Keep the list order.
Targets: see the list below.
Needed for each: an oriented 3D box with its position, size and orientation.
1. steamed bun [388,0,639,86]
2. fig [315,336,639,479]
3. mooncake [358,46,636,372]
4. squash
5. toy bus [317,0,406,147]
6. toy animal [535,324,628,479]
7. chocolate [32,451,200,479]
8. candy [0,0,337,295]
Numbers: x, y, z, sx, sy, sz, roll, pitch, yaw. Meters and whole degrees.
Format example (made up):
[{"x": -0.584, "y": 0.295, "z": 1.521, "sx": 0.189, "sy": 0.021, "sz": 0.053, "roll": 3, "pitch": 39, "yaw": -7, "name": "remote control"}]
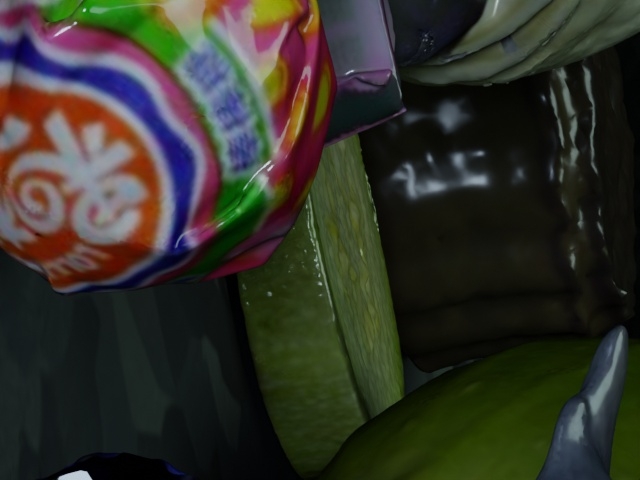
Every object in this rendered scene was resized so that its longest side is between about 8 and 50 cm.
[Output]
[{"x": 0.054, "y": -0.203, "z": 0.886, "sx": 0.275, "sy": 0.320, "sz": 0.206, "roll": -62, "pitch": 179, "yaw": 43, "name": "steamed bun"}, {"x": 0.108, "y": 0.173, "z": 0.837, "sx": 0.316, "sy": 0.316, "sz": 0.316, "roll": -9, "pitch": 90, "yaw": -79, "name": "fig"}, {"x": 0.124, "y": -0.072, "z": 1.355, "sx": 0.324, "sy": 0.187, "sz": 0.324, "roll": -8, "pitch": 90, "yaw": -77, "name": "mooncake"}, {"x": 0.000, "y": 0.000, "z": 1.000, "sx": 0.252, "sy": 0.049, "sz": 0.252, "roll": -10, "pitch": 90, "yaw": -79, "name": "squash"}, {"x": -0.044, "y": -0.161, "z": 0.753, "sx": 0.090, "sy": 0.112, "sz": 0.274, "roll": -93, "pitch": 171, "yaw": -68, "name": "toy bus"}, {"x": 0.052, "y": 0.191, "z": 0.464, "sx": 0.367, "sy": 0.081, "sz": 0.206, "roll": -65, "pitch": 157, "yaw": -64, "name": "toy animal"}, {"x": -0.034, "y": 0.166, "z": 0.559, "sx": 0.148, "sy": 0.126, "sz": 0.343, "roll": 48, "pitch": -9, "yaw": 19, "name": "chocolate"}, {"x": -0.006, "y": -0.116, "z": 0.638, "sx": 0.365, "sy": 0.124, "sz": 0.124, "roll": -58, "pitch": 142, "yaw": -44, "name": "candy"}]
